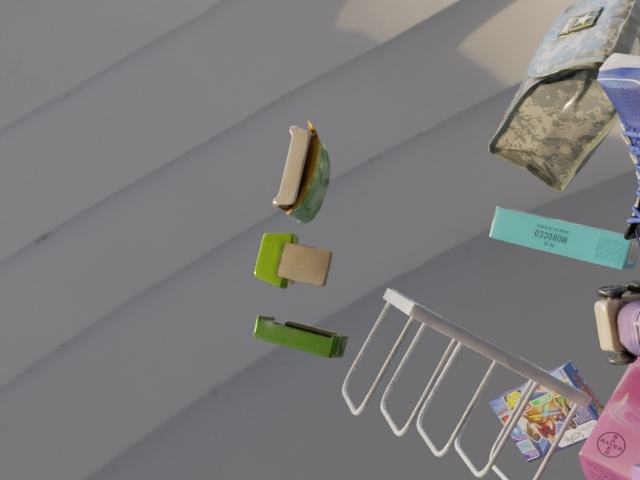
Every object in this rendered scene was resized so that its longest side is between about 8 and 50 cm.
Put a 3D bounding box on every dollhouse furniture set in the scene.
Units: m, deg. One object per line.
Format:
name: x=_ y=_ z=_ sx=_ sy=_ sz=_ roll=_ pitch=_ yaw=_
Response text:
dollhouse furniture set: x=0.000 y=0.000 z=0.585 sx=0.059 sy=0.076 sz=0.151 roll=12 pitch=-95 yaw=15

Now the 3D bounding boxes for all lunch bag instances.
lunch bag: x=0.413 y=-0.259 z=1.343 sx=0.169 sy=0.287 sz=0.235 roll=31 pitch=-124 yaw=5

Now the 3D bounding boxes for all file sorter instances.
file sorter: x=0.194 y=0.214 z=1.218 sx=0.278 sy=0.193 sz=0.173 roll=28 pitch=-90 yaw=-6

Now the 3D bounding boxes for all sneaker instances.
sneaker: x=0.447 y=-0.077 z=1.073 sx=0.315 sy=0.127 sz=0.182 roll=37 pitch=-93 yaw=-27

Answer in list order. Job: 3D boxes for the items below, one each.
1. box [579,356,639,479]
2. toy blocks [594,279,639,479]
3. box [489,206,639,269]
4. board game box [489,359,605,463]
box: x=0.496 y=0.248 z=1.114 sx=0.243 sy=0.213 sz=0.117 roll=-52 pitch=-37 yaw=-18
toy blocks: x=0.412 y=0.162 z=0.629 sx=0.289 sy=0.260 sz=0.309 roll=-10 pitch=-90 yaw=-24
box: x=0.438 y=-0.005 z=1.537 sx=0.100 sy=0.244 sz=0.060 roll=4 pitch=-80 yaw=-59
board game box: x=0.420 y=0.318 z=1.568 sx=0.035 sy=0.201 sz=0.136 roll=-25 pitch=-101 yaw=-42
